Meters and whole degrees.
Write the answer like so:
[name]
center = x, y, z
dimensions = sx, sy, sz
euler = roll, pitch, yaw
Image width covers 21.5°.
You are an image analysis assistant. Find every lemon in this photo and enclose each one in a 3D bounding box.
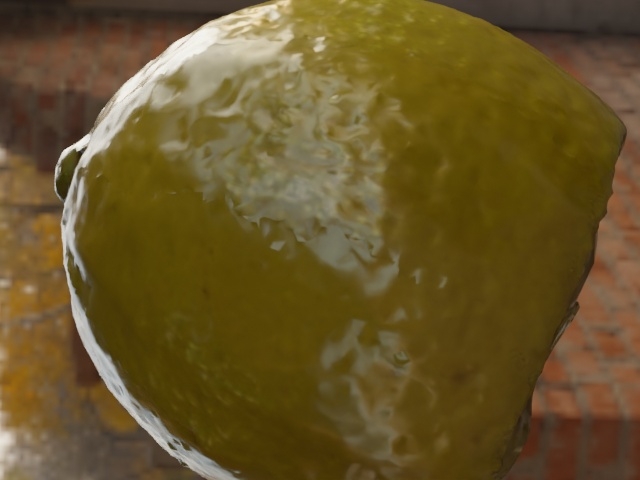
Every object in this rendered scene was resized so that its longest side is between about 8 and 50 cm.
[lemon]
center = 0.000, 0.000, 1.074
dimensions = 0.364, 0.364, 0.364
euler = -178, 90, -85
